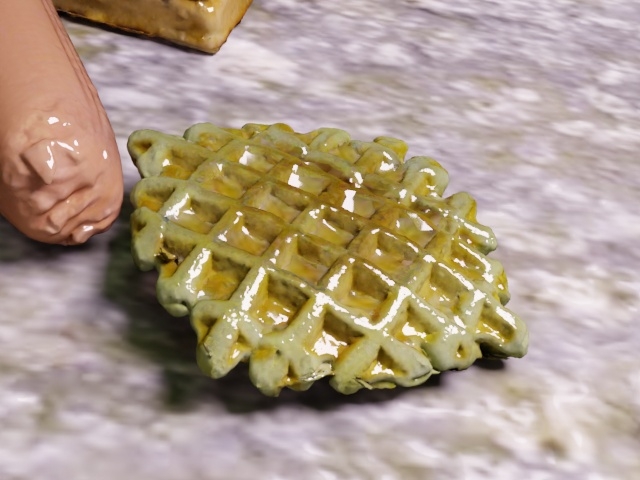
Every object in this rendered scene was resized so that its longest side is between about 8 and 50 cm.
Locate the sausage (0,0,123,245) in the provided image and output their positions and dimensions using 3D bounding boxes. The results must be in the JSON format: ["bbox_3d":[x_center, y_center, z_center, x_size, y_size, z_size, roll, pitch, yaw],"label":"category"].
[{"bbox_3d":[-0.192,-0.107,0.604,0.086,0.086,0.289,-12,47,-22],"label":"sausage"}]

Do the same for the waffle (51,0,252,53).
[{"bbox_3d":[-0.132,-0.288,0.807,0.213,0.091,0.308,15,43,7],"label":"waffle"}]

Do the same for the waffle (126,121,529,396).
[{"bbox_3d":[0.000,0.000,0.547,0.214,0.054,0.208,-3,40,-22],"label":"waffle"}]
